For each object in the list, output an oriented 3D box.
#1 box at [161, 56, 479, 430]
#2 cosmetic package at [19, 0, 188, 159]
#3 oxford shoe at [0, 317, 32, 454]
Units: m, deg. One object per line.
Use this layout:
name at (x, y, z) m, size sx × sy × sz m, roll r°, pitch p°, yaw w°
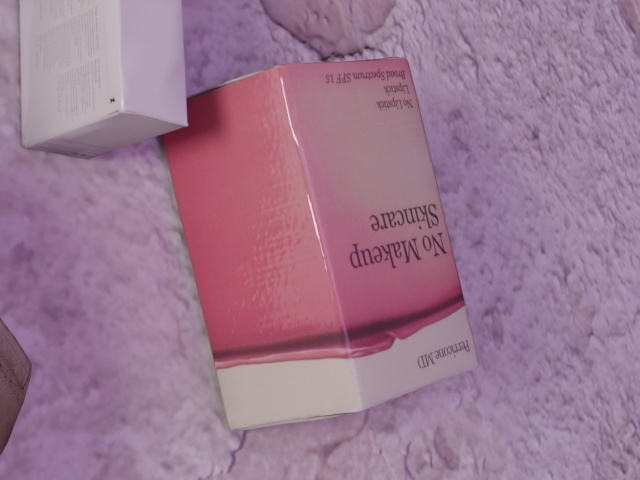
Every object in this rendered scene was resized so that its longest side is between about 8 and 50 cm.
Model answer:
box at (0.000, 0.000, 0.938) m, size 0.148 × 0.127 × 0.232 m, roll -13°, pitch 88°, yaw -50°
cosmetic package at (-0.140, -0.179, 0.853) m, size 0.060 × 0.099 × 0.239 m, roll 9°, pitch 73°, yaw -47°
oxford shoe at (-0.280, -0.029, 0.639) m, size 0.397 × 0.140 × 0.146 m, roll 63°, pitch 32°, yaw -26°
